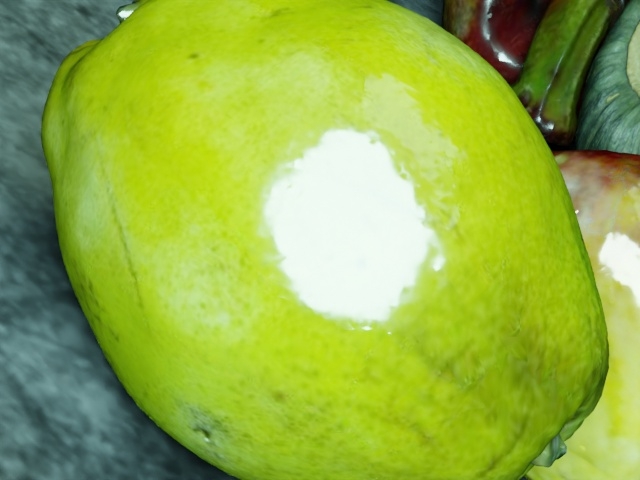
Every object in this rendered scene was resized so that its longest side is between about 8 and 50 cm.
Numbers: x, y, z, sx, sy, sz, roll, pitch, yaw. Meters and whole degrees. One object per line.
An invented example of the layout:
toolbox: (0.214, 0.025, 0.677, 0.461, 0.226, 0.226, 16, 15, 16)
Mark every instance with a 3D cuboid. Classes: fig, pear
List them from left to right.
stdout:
pear: (0.000, 0.000, 0.704, 0.269, 0.212, 0.212, 46, 26, 9)
fig: (0.142, 0.085, 0.813, 0.159, 0.159, 0.257, 4, 79, -51)

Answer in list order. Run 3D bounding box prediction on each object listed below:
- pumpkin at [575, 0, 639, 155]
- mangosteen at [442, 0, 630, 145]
pumpkin: (0.323, -0.088, 1.020, 0.257, 0.328, 0.291, 17, 44, -27)
mangosteen: (0.258, -0.240, 1.312, 0.435, 0.382, 0.382, -28, 67, -28)
